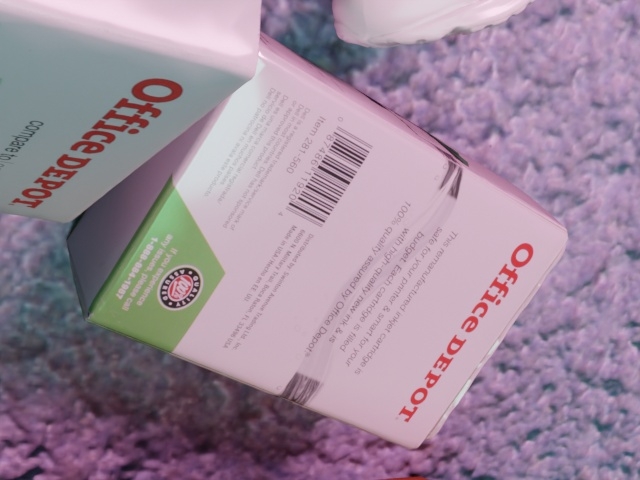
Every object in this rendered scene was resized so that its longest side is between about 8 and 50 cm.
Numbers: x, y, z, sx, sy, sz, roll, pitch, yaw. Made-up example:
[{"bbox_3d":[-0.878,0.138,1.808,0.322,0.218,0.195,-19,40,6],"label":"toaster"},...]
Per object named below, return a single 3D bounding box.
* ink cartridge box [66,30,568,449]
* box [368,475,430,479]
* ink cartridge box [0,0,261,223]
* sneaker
[{"bbox_3d":[0.000,0.000,0.589,0.219,0.092,0.160,27,103,-30],"label":"ink cartridge box"},{"bbox_3d":[-0.015,0.240,0.570,0.345,0.215,0.168,6,91,-37],"label":"box"},{"bbox_3d":[-0.183,-0.103,0.382,0.278,0.201,0.117,10,71,-30],"label":"ink cartridge box"},{"bbox_3d":[0.091,-0.186,0.546,0.232,0.090,0.115,-36,116,-11],"label":"sneaker"}]
